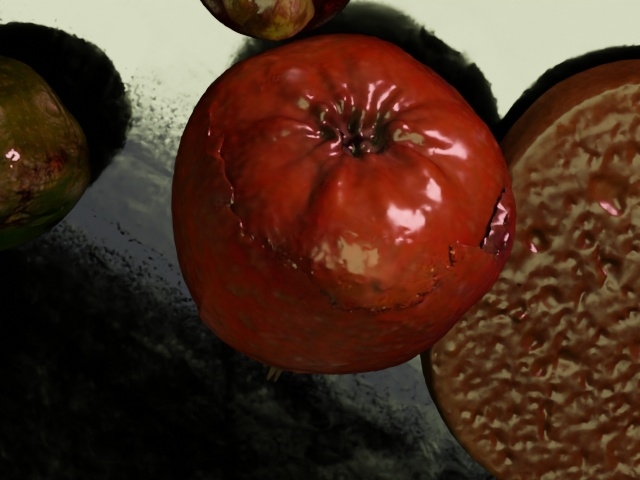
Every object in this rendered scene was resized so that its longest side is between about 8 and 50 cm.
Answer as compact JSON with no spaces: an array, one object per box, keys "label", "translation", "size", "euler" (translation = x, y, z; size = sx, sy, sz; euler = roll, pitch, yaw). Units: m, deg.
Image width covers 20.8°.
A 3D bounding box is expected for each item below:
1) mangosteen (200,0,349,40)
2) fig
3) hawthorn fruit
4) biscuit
[{"label":"mangosteen","translation":[-0.023,-0.234,1.375],"size":[0.146,0.181,0.156],"euler":[-8,90,-32]},{"label":"fig","translation":[-0.305,-0.105,1.440],"size":[0.203,0.203,0.235],"euler":[-23,78,10]},{"label":"hawthorn fruit","translation":[0.000,0.000,1.407],"size":[0.276,0.276,0.307],"euler":[24,133,-2]},{"label":"biscuit","translation":[0.273,0.052,1.485],"size":[0.350,0.070,0.394],"euler":[30,106,-6]}]
